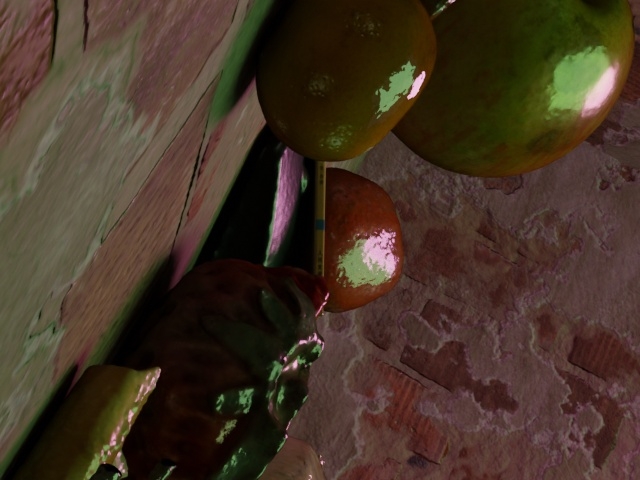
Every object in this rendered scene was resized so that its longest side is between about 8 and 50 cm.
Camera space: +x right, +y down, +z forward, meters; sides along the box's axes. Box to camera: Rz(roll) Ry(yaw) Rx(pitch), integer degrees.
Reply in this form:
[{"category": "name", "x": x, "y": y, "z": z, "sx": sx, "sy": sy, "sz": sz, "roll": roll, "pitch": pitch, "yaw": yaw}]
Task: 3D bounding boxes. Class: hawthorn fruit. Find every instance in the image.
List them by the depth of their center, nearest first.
[{"category": "hawthorn fruit", "x": 0.000, "y": 0.000, "z": 1.837, "sx": 0.251, "sy": 0.199, "sz": 0.199, "roll": 4, "pitch": 116, "yaw": -62}]

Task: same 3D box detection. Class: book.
[{"category": "book", "x": -0.014, "y": -0.026, "z": 1.475, "sx": 0.170, "sy": 0.018, "sz": 0.241, "roll": 134, "pitch": -41, "yaw": -75}]

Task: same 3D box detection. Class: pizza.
[{"category": "pizza", "x": -0.203, "y": 0.224, "z": 1.057, "sx": 0.280, "sy": 0.075, "sz": 0.287, "roll": -60, "pitch": 177, "yaw": -15}]

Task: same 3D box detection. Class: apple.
[{"category": "apple", "x": 0.222, "y": -0.252, "z": 1.743, "sx": 0.339, "sy": 0.340, "sz": 0.339, "roll": -62, "pitch": 178, "yaw": -4}]

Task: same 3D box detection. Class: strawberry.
[{"category": "strawberry", "x": -0.120, "y": 0.138, "z": 1.261, "sx": 0.265, "sy": 0.149, "sz": 0.336, "roll": -68, "pitch": -169, "yaw": -23}]

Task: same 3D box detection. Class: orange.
[{"category": "orange", "x": 0.017, "y": -0.138, "z": 1.072, "sx": 0.156, "sy": 0.124, "sz": 0.156, "roll": -48, "pitch": -168, "yaw": 14}]

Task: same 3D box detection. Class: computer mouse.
[{"category": "computer mouse", "x": -0.061, "y": 0.003, "z": 1.431, "sx": 0.168, "sy": 0.087, "sz": 0.295, "roll": -66, "pitch": -179, "yaw": -68}]

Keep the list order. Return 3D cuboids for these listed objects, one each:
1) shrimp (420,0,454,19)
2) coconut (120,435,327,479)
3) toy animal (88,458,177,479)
[{"category": "shrimp", "x": 0.068, "y": -0.271, "z": 1.458, "sx": 0.198, "sy": 0.051, "sz": 0.262, "roll": -37, "pitch": -150, "yaw": 9}, {"category": "coconut", "x": -0.145, "y": 0.373, "z": 1.587, "sx": 0.352, "sy": 0.353, "sz": 0.352, "roll": -62, "pitch": 178, "yaw": -4}, {"category": "toy animal", "x": -0.166, "y": 0.276, "z": 0.961, "sx": 0.260, "sy": 0.087, "sz": 0.243, "roll": -61, "pitch": 153, "yaw": -1}]
